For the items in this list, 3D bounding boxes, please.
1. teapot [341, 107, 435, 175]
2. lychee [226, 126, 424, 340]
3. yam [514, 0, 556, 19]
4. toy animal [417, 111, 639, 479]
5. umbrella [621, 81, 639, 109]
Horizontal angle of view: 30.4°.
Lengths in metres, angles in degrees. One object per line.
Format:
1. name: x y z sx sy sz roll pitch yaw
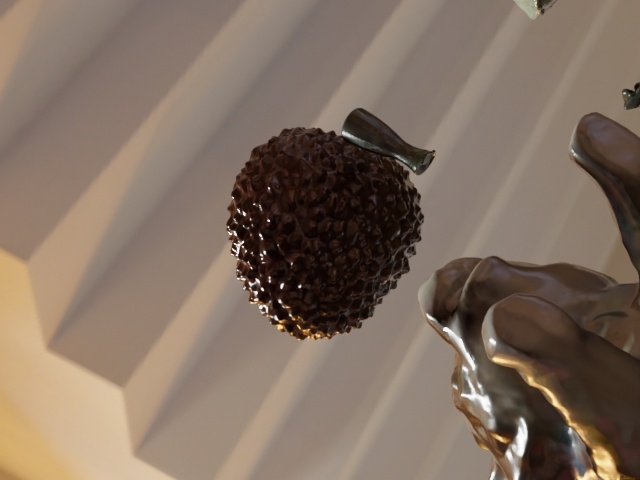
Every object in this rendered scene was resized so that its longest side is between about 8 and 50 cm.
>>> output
1. teapot: 0.077 -0.109 1.327 0.043 0.110 0.043 -38 -34 -33
2. lychee: 0.000 0.000 1.448 0.271 0.271 0.271 -59 -13 -23
3. yam: 0.210 -0.283 0.986 0.194 0.107 0.107 -48 -14 -5
4. toy animal: 0.206 0.120 0.703 0.194 0.344 0.303 -58 -4 -29
5. umbrella: 0.516 -0.175 1.423 0.349 0.143 0.094 -179 92 -65
